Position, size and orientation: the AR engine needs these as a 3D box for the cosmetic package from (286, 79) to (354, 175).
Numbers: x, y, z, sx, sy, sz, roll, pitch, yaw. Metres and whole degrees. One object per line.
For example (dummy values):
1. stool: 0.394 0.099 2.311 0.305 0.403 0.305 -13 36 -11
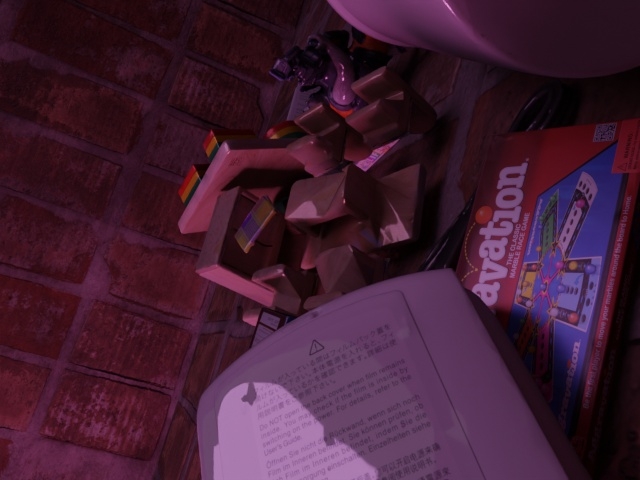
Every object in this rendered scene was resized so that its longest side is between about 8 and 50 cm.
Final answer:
1. cosmetic package: 0.006 -0.266 1.199 0.151 0.151 0.184 114 169 -63

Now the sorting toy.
1. sorting toy: -0.135 -0.133 1.073 0.257 0.255 0.089 -48 62 43

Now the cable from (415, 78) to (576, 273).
1. cable: 0.186 -0.025 0.580 0.287 0.072 0.139 -59 7 -6

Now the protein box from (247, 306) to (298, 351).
1. protein box: 0.010 0.200 0.583 0.136 0.199 0.201 170 118 -74

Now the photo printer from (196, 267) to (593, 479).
1. photo printer: 0.043 0.174 0.374 0.256 0.107 0.307 -28 47 9

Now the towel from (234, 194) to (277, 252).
1. towel: -0.097 -0.026 0.818 0.083 0.009 0.060 -54 35 9

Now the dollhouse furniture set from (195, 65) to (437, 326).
1. dollhouse furniture set: 0.023 0.002 0.883 0.394 0.256 0.362 -17 53 45

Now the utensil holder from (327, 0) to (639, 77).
1. utensil holder: 0.162 -0.331 0.507 0.328 0.327 0.385 -64 20 20

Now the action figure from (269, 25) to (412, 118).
1. action figure: 0.065 -0.326 0.980 0.330 0.178 0.341 -47 0 38

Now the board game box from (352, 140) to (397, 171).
1. board game box: 0.112 -0.207 1.049 0.154 0.026 0.103 141 145 -61

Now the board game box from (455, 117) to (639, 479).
1. board game box: 0.177 0.037 0.452 0.145 0.027 0.281 4 73 52

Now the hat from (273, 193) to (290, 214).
1. hat: 0.000 0.000 1.126 0.208 0.173 0.184 72 -178 -83
